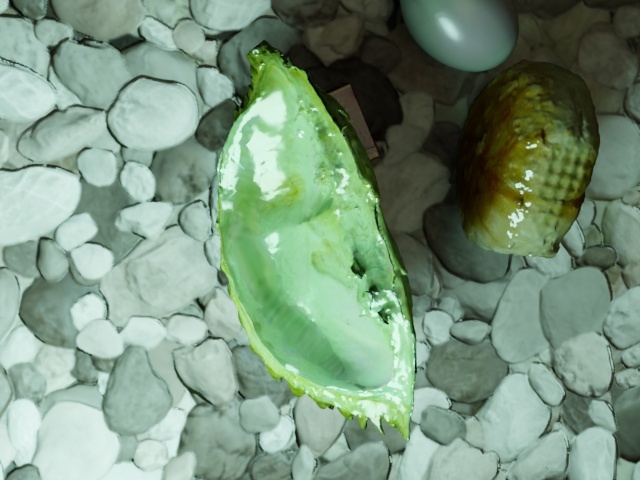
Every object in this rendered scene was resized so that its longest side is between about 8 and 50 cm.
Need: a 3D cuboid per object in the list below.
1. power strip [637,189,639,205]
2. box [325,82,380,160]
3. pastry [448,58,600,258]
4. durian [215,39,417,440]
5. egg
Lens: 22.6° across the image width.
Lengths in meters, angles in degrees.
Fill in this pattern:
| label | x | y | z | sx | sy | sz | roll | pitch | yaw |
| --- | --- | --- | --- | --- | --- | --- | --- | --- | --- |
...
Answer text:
| label | x | y | z | sx | sy | sz | roll | pitch | yaw |
| --- | --- | --- | --- | --- | --- | --- | --- | --- | --- |
| power strip | 0.390 | 0.017 | 1.719 | 0.049 | 0.028 | 0.178 | -36 | 101 | -9 |
| box | 0.021 | -0.112 | 1.614 | 0.051 | 0.023 | 0.082 | -25 | 100 | -11 |
| pastry | 0.198 | -0.082 | 1.586 | 0.093 | 0.182 | 0.193 | 10 | 103 | -18 |
| durian | -0.011 | 0.003 | 1.525 | 0.163 | 0.198 | 0.394 | -15 | 99 | -9 |
| egg | 0.139 | -0.228 | 1.595 | 0.135 | 0.103 | 0.103 | 45 | 83 | -17 |
